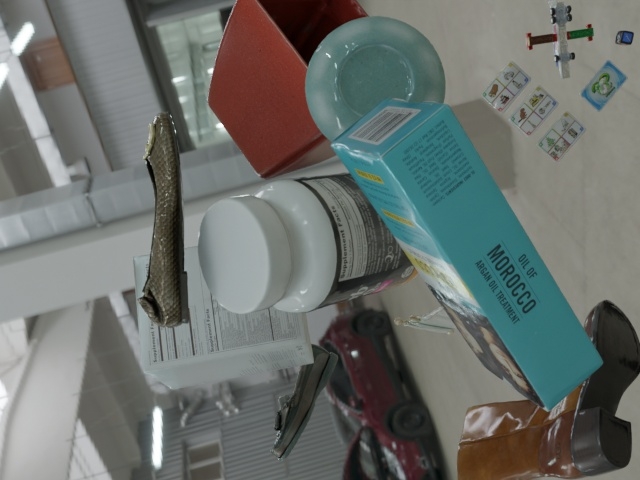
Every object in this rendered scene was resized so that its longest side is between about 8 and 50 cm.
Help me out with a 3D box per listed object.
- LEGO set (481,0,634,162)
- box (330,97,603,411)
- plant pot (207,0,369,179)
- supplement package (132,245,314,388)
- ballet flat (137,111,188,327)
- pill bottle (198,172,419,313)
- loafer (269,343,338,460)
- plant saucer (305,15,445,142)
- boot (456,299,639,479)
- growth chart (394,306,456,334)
[{"bbox_3d":[0.409,-0.284,1.253,0.182,0.244,0.060,38,-175,-10],"label":"LEGO set"},{"bbox_3d":[0.110,0.010,0.556,0.244,0.060,0.100,54,172,-21],"label":"box"},{"bbox_3d":[-0.031,-0.255,1.250,0.235,0.267,0.267,-42,79,39],"label":"plant pot"},{"bbox_3d":[-0.160,0.124,1.269,0.199,0.262,0.198,82,178,-71],"label":"supplement package"},{"bbox_3d":[-0.186,-0.024,0.851,0.084,0.058,0.250,165,102,-81],"label":"ballet flat"},{"bbox_3d":[0.000,0.000,0.913,0.162,0.278,0.162,12,106,45],"label":"pill bottle"},{"bbox_3d":[-0.053,0.341,1.589,0.268,0.084,0.096,-60,3,-35],"label":"loafer"},{"bbox_3d":[0.075,-0.212,1.005,0.037,0.194,0.195,-25,-80,-86],"label":"plant saucer"},{"bbox_3d":[0.325,0.235,1.079,0.280,0.096,0.264,-36,34,51],"label":"boot"},{"bbox_3d":[0.281,0.134,1.401,0.237,0.172,0.021,-33,51,43],"label":"growth chart"}]
